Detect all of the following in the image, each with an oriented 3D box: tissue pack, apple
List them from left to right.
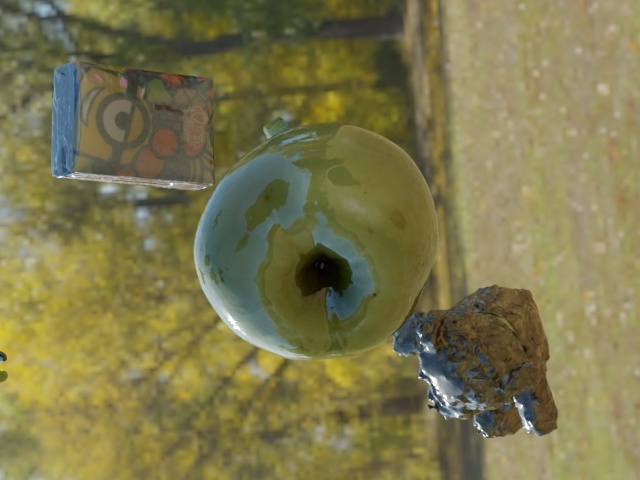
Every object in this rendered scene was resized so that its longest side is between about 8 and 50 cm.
[{"bbox_3d":[-0.174,-0.106,1.448,0.060,0.148,0.108,-12,75,59],"label":"tissue pack"},{"bbox_3d":[0.000,0.000,1.639,0.262,0.262,0.262,-4,-90,-87],"label":"apple"}]

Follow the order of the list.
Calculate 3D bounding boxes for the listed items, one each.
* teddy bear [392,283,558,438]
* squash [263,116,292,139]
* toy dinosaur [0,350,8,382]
[{"bbox_3d":[0.200,0.182,2.009,0.222,0.246,0.296,-42,-16,-39],"label":"teddy bear"},{"bbox_3d":[-0.007,-0.056,1.964,0.219,0.041,0.219,55,175,8],"label":"squash"},{"bbox_3d":[-0.587,0.166,2.239,0.094,0.259,0.153,95,167,-50],"label":"toy dinosaur"}]
